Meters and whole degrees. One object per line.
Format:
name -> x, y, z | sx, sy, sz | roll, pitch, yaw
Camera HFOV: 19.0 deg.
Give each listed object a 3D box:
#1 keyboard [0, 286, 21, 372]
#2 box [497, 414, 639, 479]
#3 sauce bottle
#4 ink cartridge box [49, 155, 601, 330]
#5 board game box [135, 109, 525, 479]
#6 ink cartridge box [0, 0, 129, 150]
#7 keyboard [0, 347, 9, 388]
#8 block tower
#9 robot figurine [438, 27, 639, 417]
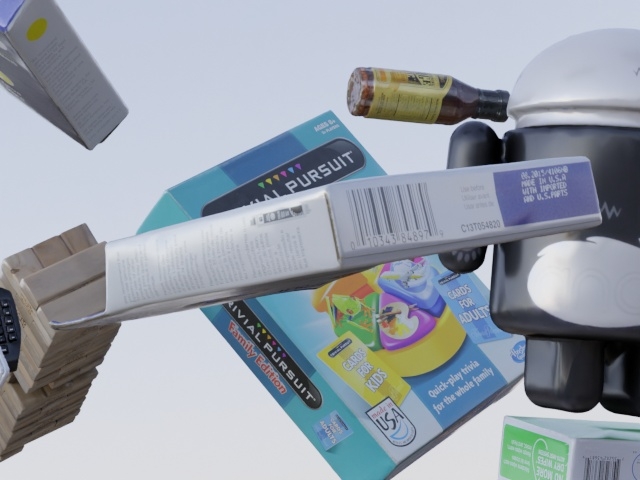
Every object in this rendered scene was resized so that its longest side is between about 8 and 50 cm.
keyboard -> -0.328, 0.091, 1.504 | 0.192, 0.100, 0.038 | -11, -21, -14
box -> 0.269, 0.259, 1.451 | 0.262, 0.231, 0.127 | 4, 2, -21
sauce bottle -> 0.086, -0.111, 1.498 | 0.128, 0.042, 0.042 | 4, -16, -19
ink cartridge box -> 0.000, 0.000, 1.040 | 0.224, 0.045, 0.223 | -14, -4, 42
board game box -> 0.024, 0.053, 1.856 | 0.253, 0.336, 0.079 | -30, -15, -45
ink cartridge box -> -0.334, -0.238, 1.688 | 0.303, 0.072, 0.307 | 36, -10, 25
keyboard -> -0.255, 0.168, 1.163 | 0.014, 0.256, 0.072 | 25, 14, -22
block tower -> -0.263, 0.100, 1.814 | 0.097, 0.091, 0.335 | -25, -15, -29
robot figurine -> 0.210, -0.013, 1.386 | 0.173, 0.278, 0.209 | 2, -4, 39
